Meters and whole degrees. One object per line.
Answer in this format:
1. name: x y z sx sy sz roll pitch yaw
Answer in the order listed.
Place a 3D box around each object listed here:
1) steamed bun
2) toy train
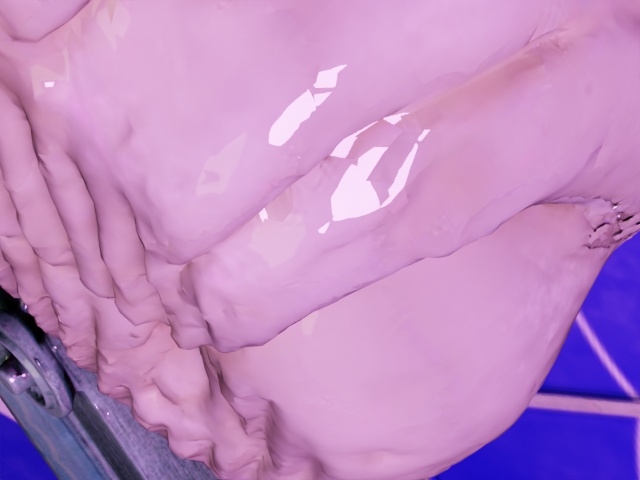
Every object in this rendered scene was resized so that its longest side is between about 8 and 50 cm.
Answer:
1. steamed bun: -0.042 -0.110 0.566 0.352 0.247 0.339 30 159 26
2. toy train: -0.095 0.082 0.923 0.159 0.101 0.248 8 133 58
